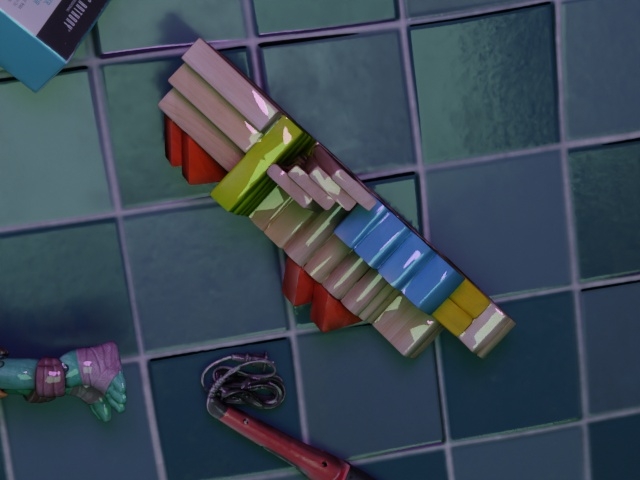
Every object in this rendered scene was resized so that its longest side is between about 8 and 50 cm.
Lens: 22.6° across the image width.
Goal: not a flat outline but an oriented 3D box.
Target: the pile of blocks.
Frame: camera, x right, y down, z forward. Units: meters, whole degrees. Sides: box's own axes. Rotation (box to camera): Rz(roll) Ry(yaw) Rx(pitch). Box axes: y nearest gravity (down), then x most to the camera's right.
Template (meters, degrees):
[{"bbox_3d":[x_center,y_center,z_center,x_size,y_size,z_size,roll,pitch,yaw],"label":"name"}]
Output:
[{"bbox_3d":[0.000,0.000,1.256,0.362,0.149,0.112,41,95,-17],"label":"pile of blocks"}]

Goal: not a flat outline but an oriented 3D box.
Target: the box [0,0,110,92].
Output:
[{"bbox_3d":[-0.271,-0.226,1.175,0.244,0.060,0.100,39,54,-16],"label":"box"}]

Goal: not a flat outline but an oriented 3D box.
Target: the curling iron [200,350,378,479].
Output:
[{"bbox_3d":[0.013,0.185,1.365,0.274,0.035,0.068,39,96,-16],"label":"curling iron"}]

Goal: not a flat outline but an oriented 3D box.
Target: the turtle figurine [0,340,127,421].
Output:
[{"bbox_3d":[-0.276,0.124,1.241,0.234,0.175,0.118,-7,98,-18],"label":"turtle figurine"}]
